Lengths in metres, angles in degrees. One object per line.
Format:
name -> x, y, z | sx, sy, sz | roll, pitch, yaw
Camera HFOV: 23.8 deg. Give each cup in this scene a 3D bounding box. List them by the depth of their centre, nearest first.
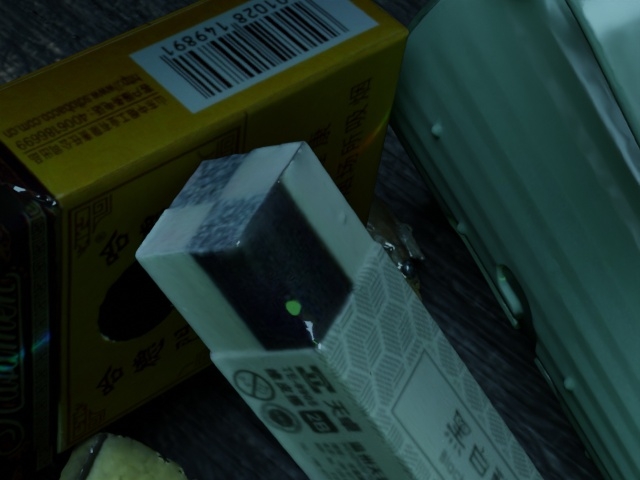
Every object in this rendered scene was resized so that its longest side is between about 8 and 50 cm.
cup -> 0.225, -0.031, 1.053 | 0.310, 0.401, 0.392 | -39, 62, 30

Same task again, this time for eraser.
eraser -> 0.043, 0.119, 0.982 | 0.098, 0.404, 0.096 | -6, 39, 42

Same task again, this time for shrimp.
shrimp -> 0.000, 0.000, 1.244 | 0.126, 0.047, 0.223 | -40, 62, -9

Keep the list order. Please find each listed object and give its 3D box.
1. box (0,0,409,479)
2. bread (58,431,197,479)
box -> -0.142, 0.000, 1.028 | 0.415, 0.264, 0.116 | -29, 59, -33
bread -> -0.166, 0.283, 1.083 | 0.142, 0.178, 0.266 | -4, 53, 41
